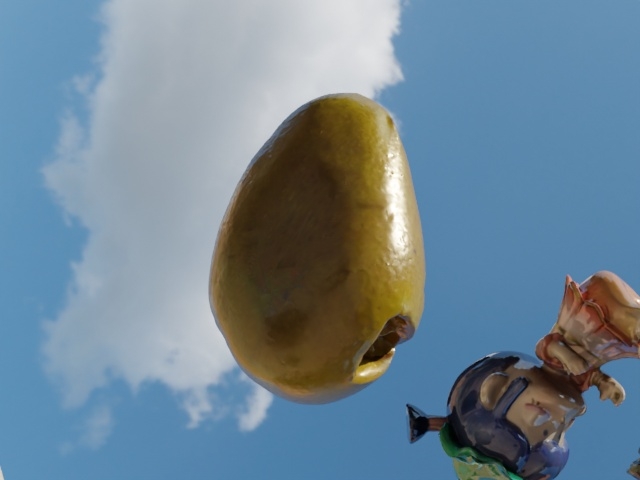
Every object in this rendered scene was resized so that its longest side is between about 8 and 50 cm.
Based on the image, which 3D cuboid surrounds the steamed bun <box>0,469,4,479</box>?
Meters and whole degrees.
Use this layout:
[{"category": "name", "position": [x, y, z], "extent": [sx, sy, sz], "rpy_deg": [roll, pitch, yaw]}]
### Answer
[{"category": "steamed bun", "position": [-0.355, 0.161, 0.408], "extent": [0.241, 0.374, 0.374], "rpy_deg": [-46, -126, 7]}]

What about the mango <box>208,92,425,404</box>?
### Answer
[{"category": "mango", "position": [0.000, 0.000, 0.917], "extent": [0.253, 0.182, 0.364], "rpy_deg": [2, -104, 27]}]

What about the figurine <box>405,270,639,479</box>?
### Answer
[{"category": "figurine", "position": [0.161, 0.107, 0.574], "extent": [0.195, 0.111, 0.102], "rpy_deg": [-47, -143, 13]}]

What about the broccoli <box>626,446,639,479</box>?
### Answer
[{"category": "broccoli", "position": [0.355, 0.262, 0.720], "extent": [0.226, 0.176, 0.197], "rpy_deg": [-30, -116, 27]}]
